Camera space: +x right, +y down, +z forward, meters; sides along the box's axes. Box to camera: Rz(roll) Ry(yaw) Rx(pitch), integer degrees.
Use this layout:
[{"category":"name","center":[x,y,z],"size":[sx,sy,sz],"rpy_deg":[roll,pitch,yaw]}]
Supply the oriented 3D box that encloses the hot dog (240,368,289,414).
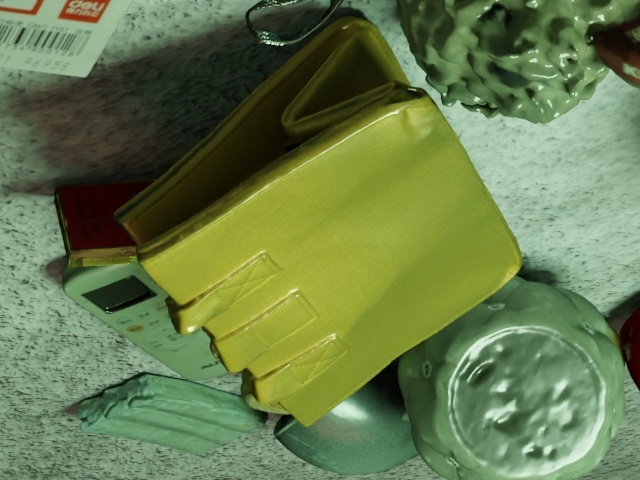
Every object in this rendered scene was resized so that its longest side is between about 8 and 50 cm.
[{"category":"hot dog","center":[0.006,0.110,1.905],"size":[0.084,0.073,0.242],"rpy_deg":[15,143,-38]}]

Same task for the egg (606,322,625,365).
[{"category":"egg","center":[0.320,0.132,2.064],"size":[0.071,0.083,0.071],"rpy_deg":[-18,147,-12]}]

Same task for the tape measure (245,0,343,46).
[{"category":"tape measure","center":[0.012,-0.216,1.169],"size":[0.104,0.180,0.107],"rpy_deg":[8,152,-3]}]

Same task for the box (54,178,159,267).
[{"category":"box","center":[-0.163,-0.017,1.565],"size":[0.133,0.090,0.023],"rpy_deg":[-4,134,-14]}]

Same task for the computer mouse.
[{"category":"computer mouse","center":[0.102,0.223,2.119],"size":[0.379,0.090,0.167],"rpy_deg":[1,149,-45]}]

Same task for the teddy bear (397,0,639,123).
[{"category":"teddy bear","center":[0.225,-0.167,1.310],"size":[0.367,0.224,0.357],"rpy_deg":[-28,134,33]}]

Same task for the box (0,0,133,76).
[{"category":"box","center":[-0.253,-0.178,1.258],"size":[0.229,0.050,0.123],"rpy_deg":[4,148,-28]}]

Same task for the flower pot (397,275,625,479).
[{"category":"flower pot","center":[0.203,0.155,1.893],"size":[0.246,0.246,0.195],"rpy_deg":[-11,-174,-2]}]

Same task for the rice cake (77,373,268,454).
[{"category":"rice cake","center":[-0.167,0.205,2.058],"size":[0.124,0.038,0.211],"rpy_deg":[-26,151,26]}]

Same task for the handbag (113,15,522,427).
[{"category":"handbag","center":[0.000,0.000,1.534],"size":[0.283,0.133,0.401],"rpy_deg":[-40,151,-2]}]

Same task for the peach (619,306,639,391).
[{"category":"peach","center":[0.437,0.133,2.020],"size":[0.197,0.197,0.197],"rpy_deg":[-9,153,-5]}]

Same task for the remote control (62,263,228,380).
[{"category":"remote control","center":[-0.160,0.076,1.809],"size":[0.090,0.038,0.309],"rpy_deg":[-19,152,14]}]
